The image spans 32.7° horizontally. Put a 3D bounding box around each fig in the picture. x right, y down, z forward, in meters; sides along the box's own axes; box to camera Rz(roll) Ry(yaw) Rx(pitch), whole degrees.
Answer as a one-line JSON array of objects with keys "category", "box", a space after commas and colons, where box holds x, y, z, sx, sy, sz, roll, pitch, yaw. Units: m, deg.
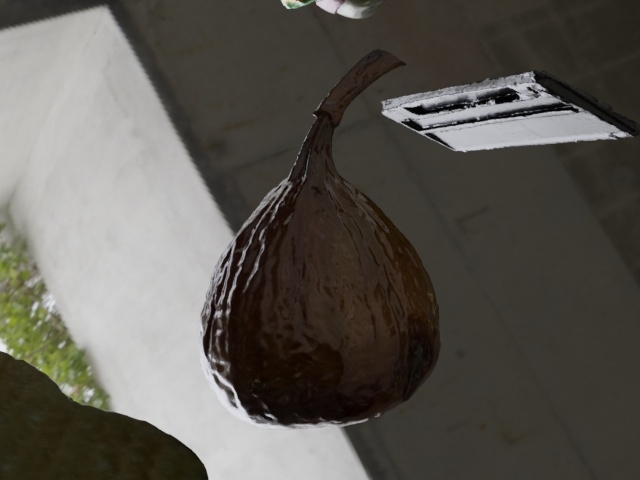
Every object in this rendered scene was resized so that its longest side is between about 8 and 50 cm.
[{"category": "fig", "box": [0.000, 0.000, 0.593, 0.133, 0.146, 0.201, -1, -77, -1]}]

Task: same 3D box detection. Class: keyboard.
[{"category": "keyboard", "box": [0.122, -0.086, 0.760, 0.087, 0.250, 0.017, 23, -95, -18]}]

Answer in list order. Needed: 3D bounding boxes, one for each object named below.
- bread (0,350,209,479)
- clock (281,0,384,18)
[{"category": "bread", "box": [-0.120, 0.117, 0.390, 0.207, 0.056, 0.286, 22, -167, -1]}, {"category": "clock", "box": [0.057, -0.277, 0.941, 0.231, 0.144, 0.103, -38, -114, -4]}]
